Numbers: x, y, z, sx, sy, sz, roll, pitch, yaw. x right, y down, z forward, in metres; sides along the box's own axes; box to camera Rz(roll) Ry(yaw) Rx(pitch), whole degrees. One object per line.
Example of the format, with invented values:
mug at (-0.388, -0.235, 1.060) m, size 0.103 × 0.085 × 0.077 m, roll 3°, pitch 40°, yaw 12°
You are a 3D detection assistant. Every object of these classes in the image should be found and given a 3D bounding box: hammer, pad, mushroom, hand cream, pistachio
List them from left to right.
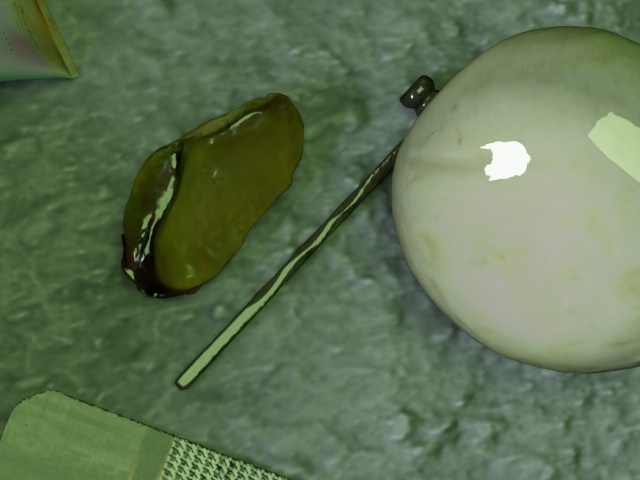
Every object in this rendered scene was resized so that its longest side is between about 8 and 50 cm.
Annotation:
hand cream at (-0.234, -0.133, 1.012) m, size 0.174 × 0.047 × 0.076 m, roll -20°, pitch 85°, yaw -55°
pad at (-0.136, 0.284, 0.995) m, size 0.250 × 0.055 × 0.323 m, roll 21°, pitch 60°, yaw -8°
pistachio at (-0.084, -0.037, 1.061) m, size 0.089 × 0.049 × 0.173 m, roll 47°, pitch 72°, yaw -27°
hammer at (0.000, 0.000, 1.086) m, size 0.058 × 0.029 × 0.292 m, roll 43°, pitch 77°, yaw 0°
mushroom at (0.171, -0.032, 1.042) m, size 0.246 × 0.202 × 0.246 m, roll 5°, pitch 119°, yaw 9°
